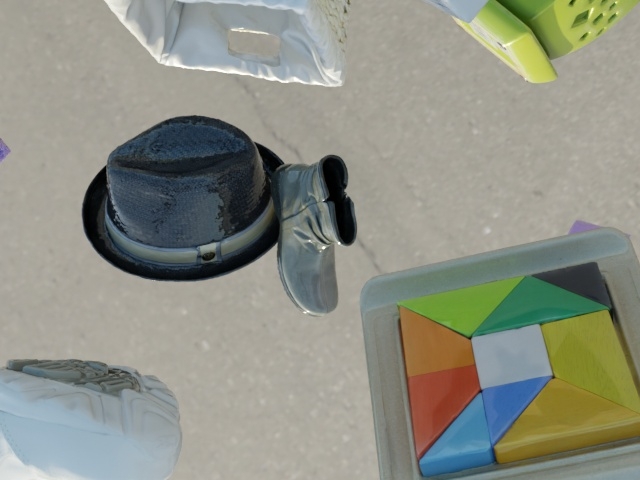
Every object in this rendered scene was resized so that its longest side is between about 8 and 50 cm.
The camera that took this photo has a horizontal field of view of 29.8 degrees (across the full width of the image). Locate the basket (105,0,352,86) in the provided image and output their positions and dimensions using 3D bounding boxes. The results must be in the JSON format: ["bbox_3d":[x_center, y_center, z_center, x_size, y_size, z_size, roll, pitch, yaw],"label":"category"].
[{"bbox_3d":[-0.120,-0.419,1.828,0.328,0.267,0.331,9,168,12],"label":"basket"}]

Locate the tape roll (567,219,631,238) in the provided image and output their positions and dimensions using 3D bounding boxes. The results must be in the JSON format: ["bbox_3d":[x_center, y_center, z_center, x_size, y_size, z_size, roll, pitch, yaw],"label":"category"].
[{"bbox_3d":[0.403,0.110,1.884,0.090,0.275,0.275,17,131,15],"label":"tape roll"}]

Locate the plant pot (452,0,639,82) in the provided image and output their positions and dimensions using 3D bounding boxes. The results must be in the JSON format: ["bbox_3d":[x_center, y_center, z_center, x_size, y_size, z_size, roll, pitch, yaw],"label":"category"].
[{"bbox_3d":[0.289,-0.366,1.686,0.227,0.207,0.228,44,-173,24],"label":"plant pot"}]

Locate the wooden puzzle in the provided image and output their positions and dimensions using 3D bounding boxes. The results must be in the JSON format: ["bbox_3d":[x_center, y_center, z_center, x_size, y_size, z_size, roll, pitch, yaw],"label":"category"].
[{"bbox_3d":[0.143,0.095,0.872,0.044,0.220,0.239,71,-171,-45],"label":"wooden puzzle"}]

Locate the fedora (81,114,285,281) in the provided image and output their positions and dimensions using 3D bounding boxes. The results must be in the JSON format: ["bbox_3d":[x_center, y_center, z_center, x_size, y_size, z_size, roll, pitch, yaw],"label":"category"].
[{"bbox_3d":[-0.206,-0.093,1.838,0.334,0.334,0.153,37,150,26],"label":"fedora"}]

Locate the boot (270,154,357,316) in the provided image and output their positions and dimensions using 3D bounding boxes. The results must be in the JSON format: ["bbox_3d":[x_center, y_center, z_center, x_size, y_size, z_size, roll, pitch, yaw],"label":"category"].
[{"bbox_3d":[0.000,0.000,1.749,0.161,0.083,0.247,5,109,62],"label":"boot"}]

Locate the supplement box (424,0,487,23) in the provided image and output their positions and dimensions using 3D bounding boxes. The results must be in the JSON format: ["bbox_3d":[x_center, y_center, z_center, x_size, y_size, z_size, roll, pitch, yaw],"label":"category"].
[{"bbox_3d":[0.042,-0.259,0.781,0.220,0.111,0.114,38,-178,-35],"label":"supplement box"}]

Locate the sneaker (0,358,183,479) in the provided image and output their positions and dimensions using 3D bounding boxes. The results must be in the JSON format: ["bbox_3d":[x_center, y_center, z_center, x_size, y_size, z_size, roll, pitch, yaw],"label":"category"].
[{"bbox_3d":[-0.151,0.113,0.567,0.232,0.090,0.115,-4,83,40],"label":"sneaker"}]

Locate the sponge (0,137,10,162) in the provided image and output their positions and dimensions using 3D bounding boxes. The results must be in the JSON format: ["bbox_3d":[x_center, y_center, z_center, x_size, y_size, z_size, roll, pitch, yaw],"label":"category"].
[{"bbox_3d":[-0.419,-0.103,1.218,0.031,0.117,0.210,49,-179,31],"label":"sponge"}]
